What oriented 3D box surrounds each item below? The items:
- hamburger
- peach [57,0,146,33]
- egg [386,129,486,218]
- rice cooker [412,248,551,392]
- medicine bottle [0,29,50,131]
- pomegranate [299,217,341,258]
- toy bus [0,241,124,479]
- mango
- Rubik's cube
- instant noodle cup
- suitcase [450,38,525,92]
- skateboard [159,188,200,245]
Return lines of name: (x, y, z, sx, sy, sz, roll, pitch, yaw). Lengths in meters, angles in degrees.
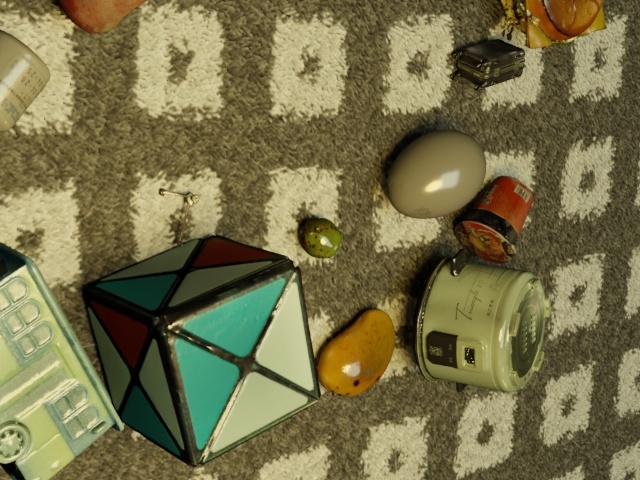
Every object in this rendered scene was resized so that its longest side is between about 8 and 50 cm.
hamburger: (0.419, -0.470, 2.090, 0.261, 0.138, 0.243, -18, 111, -35)
peach: (-0.298, -0.371, 1.551, 0.152, 0.152, 0.152, -11, 108, -37)
egg: (0.204, -0.116, 2.003, 0.198, 0.146, 0.146, -28, 118, -23)
rice cooker: (0.283, 0.154, 2.088, 0.241, 0.227, 0.280, -41, 132, -49)
medicine bottle: (-0.442, -0.186, 1.490, 0.168, 0.105, 0.105, -55, 128, -15)
pomegranate: (-0.004, -0.002, 1.925, 0.073, 0.084, 0.073, 6, 74, -22)
toy bus: (-0.426, 0.176, 1.567, 0.190, 0.152, 0.312, -37, 121, -26)
mango: (0.070, 0.204, 2.020, 0.178, 0.090, 0.115, -41, 117, -34)
Rubik's cube: (-0.174, 0.155, 1.703, 0.246, 0.250, 0.248, -25, 114, -32)
instant noodle cup: (0.338, -0.046, 2.157, 0.127, 0.127, 0.136, 51, 61, -36)
suitcase: (0.308, -0.322, 2.075, 0.126, 0.086, 0.059, -21, 129, -33)
skateboard: (-0.225, -0.036, 1.756, 0.064, 0.032, 0.083, 9, 94, -30)
